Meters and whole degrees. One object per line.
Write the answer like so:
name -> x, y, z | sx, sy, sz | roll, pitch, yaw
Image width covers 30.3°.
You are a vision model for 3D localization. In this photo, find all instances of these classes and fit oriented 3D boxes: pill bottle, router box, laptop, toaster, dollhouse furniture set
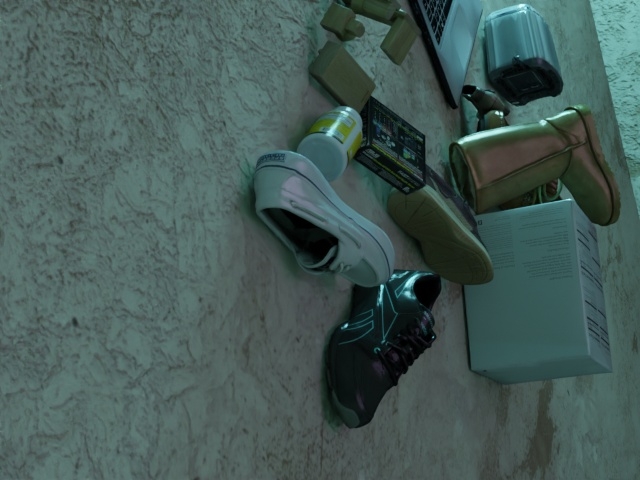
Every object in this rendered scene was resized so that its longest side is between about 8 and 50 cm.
pill bottle -> 0.016, -0.123, 1.464 | 0.116, 0.065, 0.065 | -58, 133, -57
router box -> 0.094, -0.131, 1.631 | 0.122, 0.038, 0.092 | 32, 45, -34
laptop -> 0.298, -0.515, 2.056 | 0.382, 0.236, 0.407 | -69, 142, -49
toaster -> 0.404, -0.377, 2.382 | 0.227, 0.129, 0.146 | 26, 53, -59
dollhouse furniture set -> 0.025, -0.271, 1.597 | 0.151, 0.123, 0.144 | -59, 147, -5

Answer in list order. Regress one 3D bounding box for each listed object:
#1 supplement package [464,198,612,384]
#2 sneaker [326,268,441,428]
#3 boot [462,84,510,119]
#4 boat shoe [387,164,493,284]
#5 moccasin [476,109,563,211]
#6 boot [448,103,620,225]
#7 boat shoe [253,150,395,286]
supplement package -> 0.366, 0.094, 2.004 | 0.198, 0.199, 0.262 | 30, 54, -61
sneaker -> 0.081, 0.121, 1.465 | 0.267, 0.106, 0.101 | -70, 144, -47
boot -> 0.292, -0.255, 2.165 | 0.087, 0.118, 0.042 | 30, 79, -21
boat shoe -> 0.189, -0.026, 1.778 | 0.285, 0.103, 0.092 | 44, 47, -45
moccasin -> 0.389, -0.111, 2.207 | 0.380, 0.147, 0.139 | 56, 34, -43
boot -> 0.371, -0.099, 2.050 | 0.270, 0.089, 0.236 | -21, 92, -23
boat shoe -> 0.000, 0.000, 1.366 | 0.258, 0.095, 0.084 | 41, 48, -41
